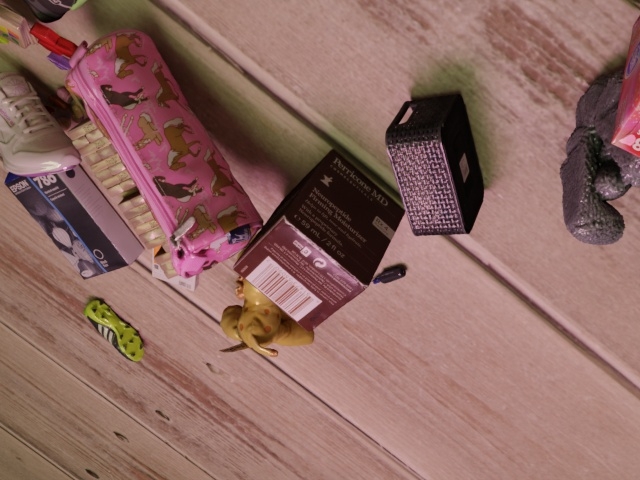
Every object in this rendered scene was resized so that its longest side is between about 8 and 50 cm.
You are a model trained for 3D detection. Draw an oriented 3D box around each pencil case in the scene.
[{"bbox_3d":[-0.245,-0.137,1.141,0.386,0.160,0.167,59,170,4],"label":"pencil case"}]

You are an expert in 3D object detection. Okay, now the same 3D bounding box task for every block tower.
[{"bbox_3d":[-0.320,-0.096,1.321,0.097,0.091,0.335,-21,113,17],"label":"block tower"}]

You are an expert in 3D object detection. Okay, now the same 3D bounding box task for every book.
[{"bbox_3d":[-0.291,0.035,1.476,0.096,0.035,0.144,21,133,6],"label":"book"}]

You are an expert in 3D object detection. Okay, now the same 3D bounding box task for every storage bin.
[{"bbox_3d":[0.170,-0.106,1.055,0.084,0.122,0.180,-3,124,30],"label":"storage bin"}]

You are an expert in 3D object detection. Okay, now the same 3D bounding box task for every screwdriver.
[{"bbox_3d":[0.088,0.080,1.323,0.170,0.024,0.025,-28,81,42],"label":"screwdriver"}]

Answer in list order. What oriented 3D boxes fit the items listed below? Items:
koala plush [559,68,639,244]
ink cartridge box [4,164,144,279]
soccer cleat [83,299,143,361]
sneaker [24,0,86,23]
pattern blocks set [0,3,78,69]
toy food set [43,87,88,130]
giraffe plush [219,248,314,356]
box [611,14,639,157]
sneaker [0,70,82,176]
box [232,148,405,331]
[{"bbox_3d":[0.438,-0.102,0.910,0.221,0.203,0.196,12,144,-9],"label":"koala plush"},{"bbox_3d":[-0.520,-0.074,1.486,0.165,0.065,0.332,-17,116,37],"label":"ink cartridge box"},{"bbox_3d":[-0.484,0.213,1.711,0.179,0.060,0.072,51,141,-8],"label":"soccer cleat"},{"bbox_3d":[-0.545,-0.504,1.063,0.483,0.185,0.202,42,130,-7],"label":"sneaker"},{"bbox_3d":[-0.546,-0.373,1.172,0.325,0.026,0.285,29,172,-24],"label":"pattern blocks set"},{"bbox_3d":[-0.473,-0.246,1.351,0.122,0.019,0.078,-5,124,40],"label":"toy food set"},{"bbox_3d":[-0.109,0.106,1.365,0.181,0.210,0.170,10,101,24],"label":"giraffe plush"},{"bbox_3d":[0.409,-0.188,0.739,0.154,0.300,0.142,27,134,4],"label":"box"},{"bbox_3d":[-0.540,-0.211,1.307,0.305,0.114,0.152,29,128,33],"label":"sneaker"},{"bbox_3d":[0.000,0.000,1.175,0.168,0.203,0.167,40,134,-8],"label":"box"}]
